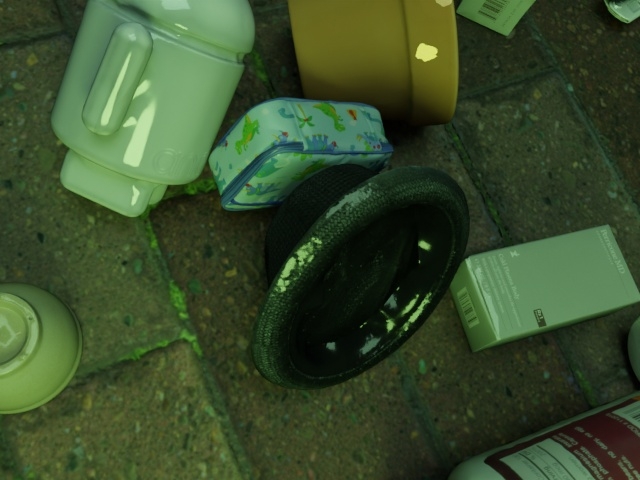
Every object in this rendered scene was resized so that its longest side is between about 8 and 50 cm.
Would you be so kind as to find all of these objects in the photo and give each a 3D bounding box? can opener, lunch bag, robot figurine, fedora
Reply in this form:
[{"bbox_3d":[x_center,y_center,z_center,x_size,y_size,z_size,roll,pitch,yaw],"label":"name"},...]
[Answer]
[{"bbox_3d":[0.629,-0.485,1.196,0.280,0.093,0.074,-32,80,-25],"label":"can opener"},{"bbox_3d":[-0.026,-0.108,0.862,0.219,0.176,0.090,-6,71,-40],"label":"lunch bag"},{"bbox_3d":[-0.208,-0.210,0.814,0.200,0.300,0.353,24,108,-6],"label":"robot figurine"},{"bbox_3d":[0.027,0.026,0.817,0.334,0.333,0.152,-25,48,-19],"label":"fedora"}]

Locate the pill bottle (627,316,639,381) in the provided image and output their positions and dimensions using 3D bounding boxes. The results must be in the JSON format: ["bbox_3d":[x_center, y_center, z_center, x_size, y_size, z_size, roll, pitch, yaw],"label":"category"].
[{"bbox_3d":[0.600,0.150,0.939,0.265,0.153,0.153,-6,73,-13],"label":"pill bottle"}]

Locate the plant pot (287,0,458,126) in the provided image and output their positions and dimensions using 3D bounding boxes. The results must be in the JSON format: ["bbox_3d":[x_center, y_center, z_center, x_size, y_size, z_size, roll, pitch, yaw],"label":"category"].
[{"bbox_3d":[0.065,-0.295,0.921,0.204,0.291,0.290,-9,73,2],"label":"plant pot"}]

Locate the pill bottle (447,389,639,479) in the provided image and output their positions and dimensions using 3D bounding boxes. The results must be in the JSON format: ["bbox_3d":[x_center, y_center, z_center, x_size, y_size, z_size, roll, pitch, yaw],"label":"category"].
[{"bbox_3d":[0.291,0.342,0.770,0.393,0.224,0.223,-15,76,-16],"label":"pill bottle"}]

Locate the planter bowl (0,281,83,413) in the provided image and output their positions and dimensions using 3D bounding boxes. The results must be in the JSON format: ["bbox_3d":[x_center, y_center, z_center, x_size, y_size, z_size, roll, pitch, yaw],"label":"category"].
[{"bbox_3d":[-0.373,0.119,0.765,0.162,0.109,0.161,4,71,-12],"label":"planter bowl"}]

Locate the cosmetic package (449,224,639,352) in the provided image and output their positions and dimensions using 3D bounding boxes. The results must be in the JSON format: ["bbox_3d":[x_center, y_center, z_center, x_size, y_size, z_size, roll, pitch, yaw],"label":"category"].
[{"bbox_3d":[0.318,0.069,0.933,0.238,0.107,0.127,-15,73,-13],"label":"cosmetic package"}]

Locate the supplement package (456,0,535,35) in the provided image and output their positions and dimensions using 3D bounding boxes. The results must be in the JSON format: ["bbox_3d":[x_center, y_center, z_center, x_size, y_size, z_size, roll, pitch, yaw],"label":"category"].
[{"bbox_3d":[0.322,-0.467,1.112,0.105,0.105,0.179,23,69,-3],"label":"supplement package"}]
